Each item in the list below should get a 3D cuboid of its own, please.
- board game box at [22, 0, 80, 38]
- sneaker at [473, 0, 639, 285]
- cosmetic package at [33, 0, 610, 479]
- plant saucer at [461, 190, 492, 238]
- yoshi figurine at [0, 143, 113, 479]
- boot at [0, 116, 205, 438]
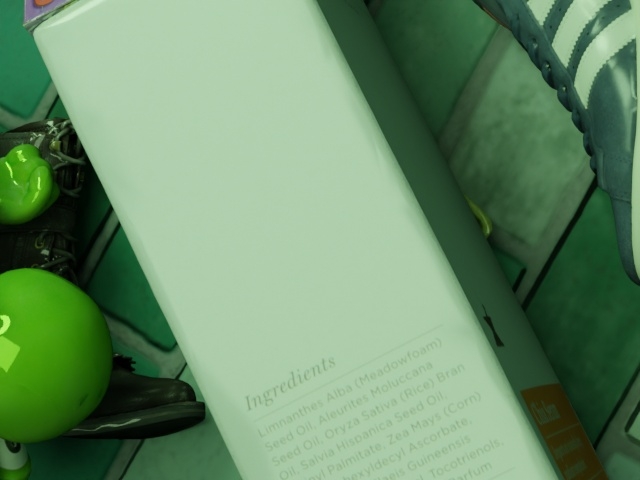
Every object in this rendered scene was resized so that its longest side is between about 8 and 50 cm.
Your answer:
[{"bbox_3d":[-0.108,-0.287,1.223,0.208,0.056,0.347,-21,45,14],"label":"board game box"},{"bbox_3d":[0.171,-0.130,1.143,0.148,0.131,0.350,-10,73,27],"label":"sneaker"},{"bbox_3d":[0.025,0.048,1.060,0.161,0.230,0.453,-29,81,11],"label":"cosmetic package"},{"bbox_3d":[0.000,0.000,1.223,0.188,0.045,0.188,-48,69,8],"label":"plant saucer"},{"bbox_3d":[-0.241,-0.007,1.146,0.203,0.203,0.362,-22,91,-27],"label":"yoshi figurine"},{"bbox_3d":[-0.195,0.024,1.270,0.263,0.091,0.229,3,84,24],"label":"boot"}]
